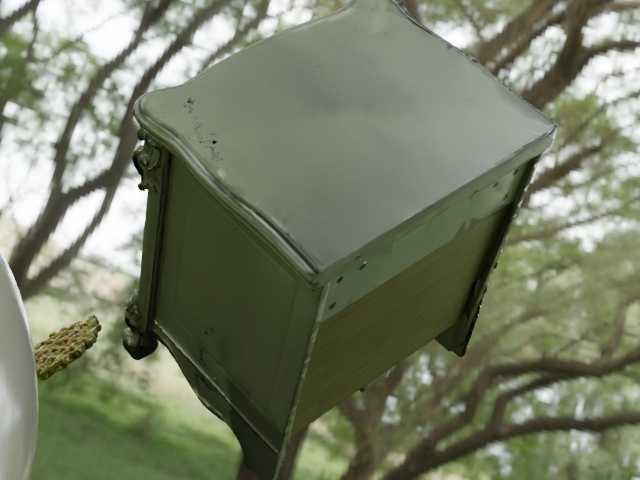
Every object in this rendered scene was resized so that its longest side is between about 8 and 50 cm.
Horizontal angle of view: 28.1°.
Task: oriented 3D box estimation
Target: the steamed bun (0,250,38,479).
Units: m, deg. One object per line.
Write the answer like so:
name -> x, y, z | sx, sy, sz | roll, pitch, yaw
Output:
steamed bun -> -0.306, 0.095, 0.668 | 0.334, 0.334, 0.374 | 19, 18, -10

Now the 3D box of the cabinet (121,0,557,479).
cabinet -> 0.000, 0.000, 1.146 | 0.227, 0.290, 0.318 | 42, -36, 24

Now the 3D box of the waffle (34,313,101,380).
waffle -> -0.215, 0.091, 1.062 | 0.016, 0.078, 0.085 | 58, -9, -19
